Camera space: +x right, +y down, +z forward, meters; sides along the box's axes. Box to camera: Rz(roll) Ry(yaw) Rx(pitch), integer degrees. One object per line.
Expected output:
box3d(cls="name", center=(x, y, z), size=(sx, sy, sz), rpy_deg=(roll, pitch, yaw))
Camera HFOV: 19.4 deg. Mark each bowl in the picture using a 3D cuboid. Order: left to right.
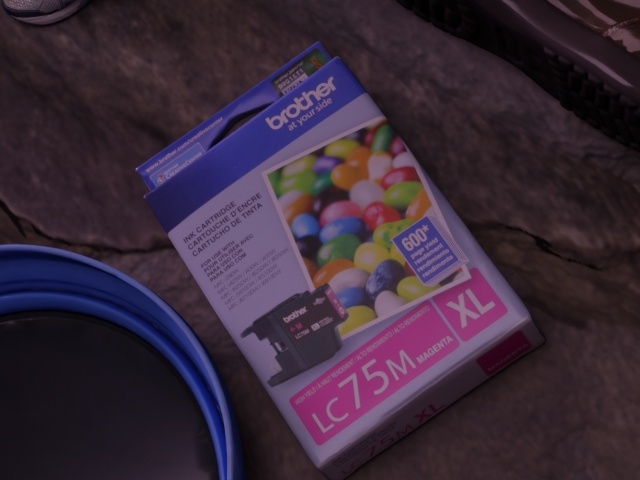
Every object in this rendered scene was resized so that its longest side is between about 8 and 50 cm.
box3d(cls="bowl", center=(-0.234, 0.197, 1.358), size=(0.391, 0.077, 0.391), rpy_deg=(-6, 68, 15))

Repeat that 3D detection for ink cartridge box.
box3d(cls="ink cartridge box", center=(0.000, 0.000, 1.371), size=(0.186, 0.065, 0.311), rpy_deg=(-35, 62, 2))

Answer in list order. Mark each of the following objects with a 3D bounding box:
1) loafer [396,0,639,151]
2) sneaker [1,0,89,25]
box3d(cls="loafer", center=(0.146, -0.208, 1.376), size=(0.366, 0.134, 0.130), rpy_deg=(38, 80, 16))
box3d(cls="sneaker", center=(-0.202, -0.219, 1.519), size=(0.135, 0.058, 0.052), rpy_deg=(-18, 65, 11))
